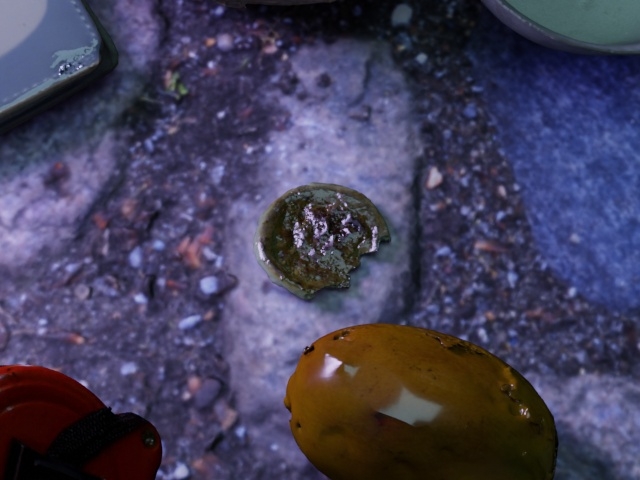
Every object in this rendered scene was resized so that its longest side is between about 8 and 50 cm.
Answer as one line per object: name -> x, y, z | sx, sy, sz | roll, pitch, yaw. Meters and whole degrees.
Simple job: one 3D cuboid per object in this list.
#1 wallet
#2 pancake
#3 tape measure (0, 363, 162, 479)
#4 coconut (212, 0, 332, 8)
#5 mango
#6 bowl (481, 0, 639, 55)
wallet -> -0.371, -0.256, 1.917 | 0.252, 0.083, 0.360 | -28, 68, -8
pancake -> -0.004, -0.003, 1.830 | 0.116, 0.022, 0.129 | 35, 64, 15
tape measure -> -0.252, 0.232, 1.600 | 0.260, 0.114, 0.253 | 30, 55, -36
coconut -> -0.052, -0.389, 1.844 | 0.346, 0.346, 0.360 | -42, 37, -19
mango -> 0.090, 0.160, 1.695 | 0.249, 0.151, 0.156 | 18, 96, 2
bowl -> 0.245, -0.290, 1.894 | 0.313, 0.146, 0.313 | 6, 67, -14
